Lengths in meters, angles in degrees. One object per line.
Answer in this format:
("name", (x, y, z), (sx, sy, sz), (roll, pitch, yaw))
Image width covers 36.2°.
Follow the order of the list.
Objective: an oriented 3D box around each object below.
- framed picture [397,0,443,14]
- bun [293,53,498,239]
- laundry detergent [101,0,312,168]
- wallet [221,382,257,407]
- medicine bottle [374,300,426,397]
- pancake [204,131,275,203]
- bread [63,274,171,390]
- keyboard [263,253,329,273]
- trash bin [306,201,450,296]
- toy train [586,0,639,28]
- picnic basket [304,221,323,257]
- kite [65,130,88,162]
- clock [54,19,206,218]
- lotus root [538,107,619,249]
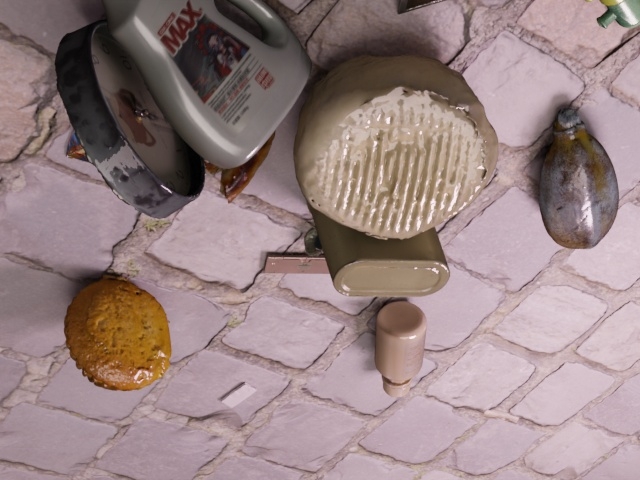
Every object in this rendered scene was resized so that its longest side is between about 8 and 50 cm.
("framed picture", (0.220, -0.423, 1.559), (0.197, 0.014, 0.252), (-16, 179, 1))
("bun", (0.134, -0.179, 1.743), (0.359, 0.211, 0.360), (0, 121, 0))
("laundry detergent", (-0.207, -0.331, 1.538), (0.398, 0.124, 0.264), (45, 70, -26))
("wallet", (-0.193, 0.366, 2.319), (0.083, 0.011, 0.044), (-37, 130, 21))
("medicine bottle", (0.180, 0.259, 2.239), (0.114, 0.114, 0.252), (-7, 134, -7))
("pancake", (-0.155, -0.201, 1.757), (0.212, 0.056, 0.257), (-29, 132, 13))
("bread", (-0.410, 0.197, 1.957), (0.239, 0.240, 0.139), (22, 136, -31))
("keyboard", (-0.035, 0.047, 2.053), (0.165, 0.017, 0.055), (1, 137, -15))
("trash bin", (0.111, -0.013, 1.872), (0.243, 0.247, 0.121), (0, 134, -16))
("toy train", (0.475, -0.477, 1.570), (0.237, 0.150, 0.369), (-44, 129, 12))
("picnic basket", (0.000, 0.000, 1.985), (0.083, 0.065, 0.083), (-26, 150, 17))
("kite", (-0.386, -0.179, 1.752), (0.160, 0.010, 0.183), (-22, 134, 7))
("clock", (-0.292, -0.193, 1.540), (0.067, 0.325, 0.325), (-25, 134, 16))
("lotus root", (0.515, -0.114, 1.953), (0.158, 0.140, 0.322), (-16, 132, 2))
